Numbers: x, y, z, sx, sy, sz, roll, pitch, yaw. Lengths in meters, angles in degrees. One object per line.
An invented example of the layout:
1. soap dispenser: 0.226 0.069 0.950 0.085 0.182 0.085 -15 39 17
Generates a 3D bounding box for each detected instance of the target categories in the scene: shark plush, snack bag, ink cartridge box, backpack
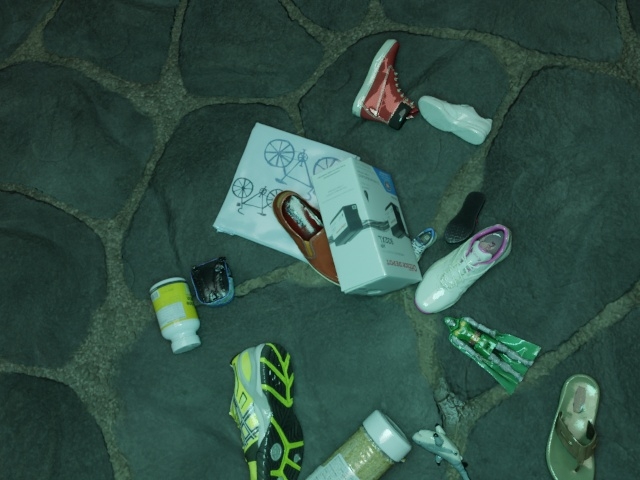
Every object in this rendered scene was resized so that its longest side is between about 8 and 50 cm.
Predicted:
1. shark plush: 0.299 0.513 1.450 0.161 0.073 0.067 43 103 -4
2. snack bag: -0.095 -0.132 1.680 0.323 0.037 0.343 20 82 12
3. ink cartridge box: 0.119 -0.027 1.509 0.129 0.223 0.307 -23 72 28
4. backpack: -0.281 0.118 1.606 0.105 0.084 0.114 -19 67 2

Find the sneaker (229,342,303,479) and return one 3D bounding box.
1. sneaker: -0.142 0.451 1.485 0.147 0.145 0.385 -13 72 36

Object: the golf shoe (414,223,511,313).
1. golf shoe: 0.356 0.063 1.514 0.306 0.140 0.115 -42 75 -4

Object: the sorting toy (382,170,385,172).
1. sorting toy: 0.173 -0.140 1.652 0.061 0.042 0.102 -1 85 23

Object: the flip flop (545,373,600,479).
1. flip flop: 0.598 0.447 1.399 0.112 0.080 0.277 14 76 11

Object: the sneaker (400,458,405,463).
1. sneaker: 0.164 0.526 1.461 0.083 0.032 0.037 18 83 22

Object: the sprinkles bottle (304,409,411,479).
1. sprinkles bottle: 0.047 0.557 1.399 0.355 0.121 0.121 -44 73 -1

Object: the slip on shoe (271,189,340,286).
1. slip on shoe: 0.000 0.000 1.570 0.123 0.101 0.331 -43 93 -8

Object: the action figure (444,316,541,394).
1. action figure: 0.407 0.259 1.493 0.232 0.063 0.137 32 83 18

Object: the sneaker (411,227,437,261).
1. sneaker: 0.252 0.016 1.582 0.052 0.058 0.135 38 82 16

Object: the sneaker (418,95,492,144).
1. sneaker: 0.376 -0.352 1.674 0.212 0.080 0.094 32 68 8

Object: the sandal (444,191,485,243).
1. sandal: 0.386 -0.053 1.595 0.067 0.040 0.179 23 62 24

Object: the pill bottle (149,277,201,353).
1. pill bottle: -0.378 0.198 1.586 0.103 0.103 0.184 -22 73 0

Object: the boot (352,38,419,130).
1. boot: 0.217 -0.439 1.709 0.176 0.088 0.244 22 86 13
